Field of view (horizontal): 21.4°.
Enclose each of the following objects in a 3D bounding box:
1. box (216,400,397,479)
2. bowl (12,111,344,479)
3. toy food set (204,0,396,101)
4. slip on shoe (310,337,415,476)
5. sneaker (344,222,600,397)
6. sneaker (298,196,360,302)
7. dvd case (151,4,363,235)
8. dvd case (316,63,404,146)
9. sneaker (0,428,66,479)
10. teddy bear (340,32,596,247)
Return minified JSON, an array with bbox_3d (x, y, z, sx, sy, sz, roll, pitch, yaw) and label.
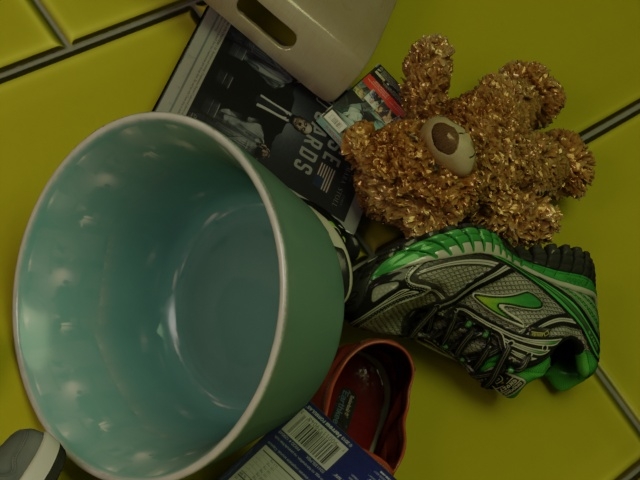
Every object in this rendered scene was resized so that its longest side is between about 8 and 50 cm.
[{"bbox_3d":[-0.046,0.254,1.432,0.225,0.036,0.136,-41,63,-16],"label":"box"},{"bbox_3d":[-0.100,0.054,1.448,0.163,0.311,0.311,9,56,-51],"label":"bowl"},{"bbox_3d":[-0.024,-0.308,1.825,0.220,0.092,0.306,39,42,-16],"label":"toy food set"},{"bbox_3d":[0.010,0.221,1.515,0.123,0.101,0.331,31,51,-14],"label":"slip on shoe"},{"bbox_3d":[0.162,0.074,1.663,0.343,0.134,0.146,7,62,-38],"label":"sneaker"},{"bbox_3d":[0.000,0.000,1.584,0.097,0.084,0.234,6,17,-23],"label":"sneaker"},{"bbox_3d":[-0.044,-0.122,1.740,0.238,0.029,0.179,31,51,-12],"label":"dvd case"},{"bbox_3d":[0.059,-0.126,1.779,0.087,0.013,0.119,46,48,-1],"label":"dvd case"},{"bbox_3d":[-0.333,0.193,1.292,0.178,0.124,0.295,49,37,-6],"label":"sneaker"},{"bbox_3d":[0.177,-0.101,1.779,0.338,0.113,0.245,4,73,-42],"label":"teddy bear"}]
